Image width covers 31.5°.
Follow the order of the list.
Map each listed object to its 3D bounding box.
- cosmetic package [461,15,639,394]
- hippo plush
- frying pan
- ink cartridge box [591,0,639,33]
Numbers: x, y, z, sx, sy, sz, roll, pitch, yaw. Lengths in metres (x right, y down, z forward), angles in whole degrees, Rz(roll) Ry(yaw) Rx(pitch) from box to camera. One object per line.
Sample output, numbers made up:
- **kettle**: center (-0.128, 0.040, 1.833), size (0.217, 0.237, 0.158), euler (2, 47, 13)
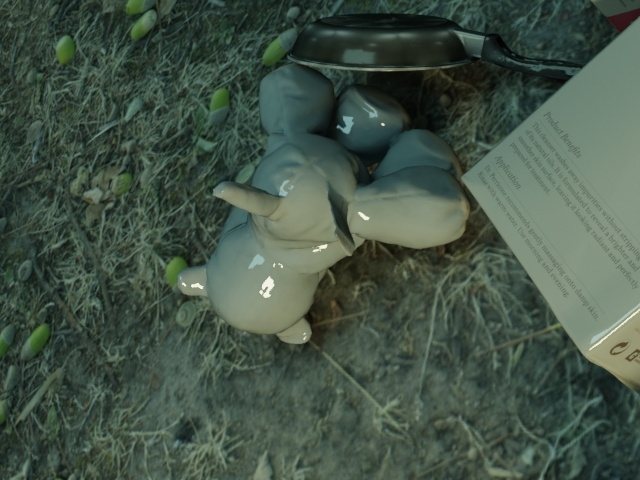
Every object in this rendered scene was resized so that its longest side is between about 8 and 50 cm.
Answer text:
- **cosmetic package**: center (0.332, -0.083, 0.906), size (0.385, 0.156, 0.217), euler (-40, 51, 17)
- **hippo plush**: center (0.000, 0.000, 1.125), size (0.294, 0.234, 0.236), euler (-76, 10, -54)
- **frying pan**: center (0.109, -0.186, 1.108), size (0.326, 0.197, 0.053), euler (16, 114, 43)
- **ink cartridge box**: center (0.328, -0.295, 0.986), size (0.237, 0.172, 0.100), euler (-36, 52, 22)
